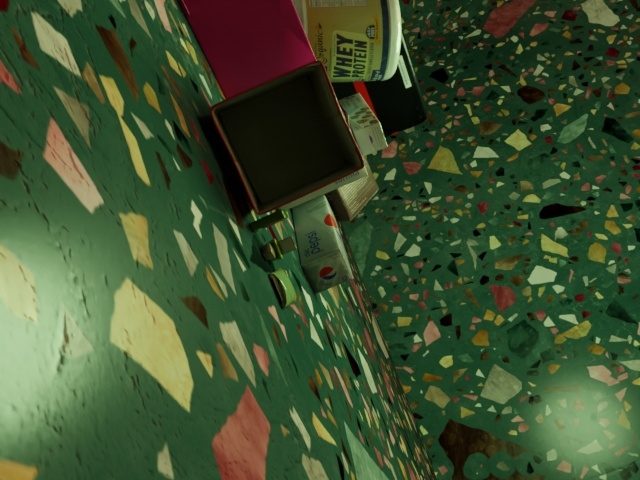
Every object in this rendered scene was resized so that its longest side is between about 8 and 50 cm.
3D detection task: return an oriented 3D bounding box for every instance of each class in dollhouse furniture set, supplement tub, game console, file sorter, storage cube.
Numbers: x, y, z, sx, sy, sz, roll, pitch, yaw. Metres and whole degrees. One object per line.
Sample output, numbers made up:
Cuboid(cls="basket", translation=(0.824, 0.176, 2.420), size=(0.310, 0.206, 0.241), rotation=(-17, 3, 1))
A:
Cuboid(cls="dollhouse furniture set", translation=(-0.057, 0.030, 1.021), size=(0.076, 0.058, 0.152), rotation=(-12, 80, -84))
Cuboid(cls="supplement tub", translation=(0.024, -0.505, 1.550), size=(0.228, 0.315, 0.229), rotation=(176, -90, -85))
Cuboid(cls="game console", translation=(0.104, -0.441, 1.807), size=(0.060, 0.341, 0.387), rotation=(-101, 167, -48))
Cuboid(cls="file sorter", translation=(-0.144, -0.433, 1.337), size=(0.182, 0.202, 0.291), rotation=(-109, 175, -62))
Cuboid(cls="storage cube", translation=(-0.060, -0.170, 1.052), size=(0.193, 0.214, 0.184), rotation=(-120, -174, -80))

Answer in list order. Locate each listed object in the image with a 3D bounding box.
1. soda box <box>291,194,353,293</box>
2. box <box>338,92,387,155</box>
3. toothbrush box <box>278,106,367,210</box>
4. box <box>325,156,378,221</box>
Cuboid(cls="soda box", translation=(0.000, 0.000, 1.512), size=(0.286, 0.098, 0.091), rotation=(-102, 168, -59))
Cuboid(cls="box", translation=(0.097, -0.285, 1.515), size=(0.324, 0.063, 0.067), rotation=(-102, 171, -64))
Cuboid(cls="toothbrush box", translation=(-0.036, -0.225, 1.455), size=(0.296, 0.216, 0.126), rotation=(-104, 170, -52))
Cuboid(cls="box", translation=(0.021, -0.172, 1.692), size=(0.167, 0.168, 0.203), rotation=(-47, 121, -39))
